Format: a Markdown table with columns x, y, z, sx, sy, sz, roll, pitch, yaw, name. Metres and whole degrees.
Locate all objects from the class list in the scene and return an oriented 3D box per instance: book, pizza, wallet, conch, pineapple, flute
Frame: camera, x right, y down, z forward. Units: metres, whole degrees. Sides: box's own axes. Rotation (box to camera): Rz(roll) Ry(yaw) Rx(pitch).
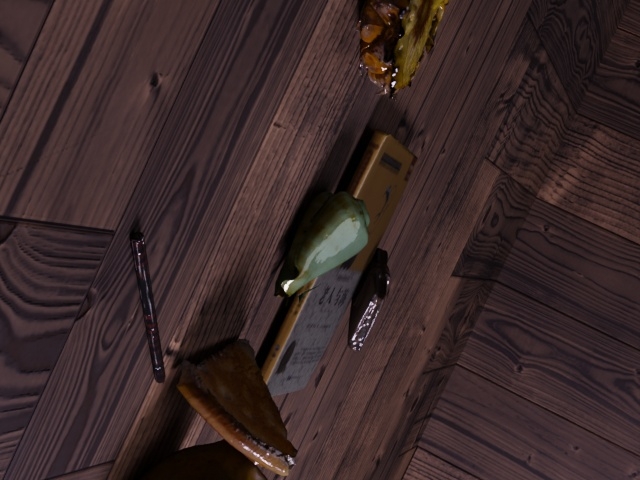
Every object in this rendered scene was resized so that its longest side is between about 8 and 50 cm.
| x | y | z | sx | sy | sz | roll | pitch | yaw | name |
| --- | --- | --- | --- | --- | --- | --- | --- | --- | --- |
| 0.023 | 0.039 | 1.782 | 0.389 | 0.032 | 0.269 | -64 | 167 | 3 | book |
| -0.098 | 0.174 | 1.478 | 0.052 | 0.185 | 0.195 | -38 | -159 | 16 | pizza |
| 0.070 | 0.084 | 1.928 | 0.153 | 0.038 | 0.118 | -78 | -169 | -64 | wallet |
| 0.000 | 0.000 | 1.575 | 0.170 | 0.079 | 0.106 | -49 | 145 | -26 | conch |
| 0.093 | -0.263 | 1.432 | 0.225 | 0.076 | 0.225 | -60 | 166 | -25 | pineapple |
| -0.163 | 0.071 | 1.238 | 0.014 | 0.014 | 0.270 | -55 | 162 | -30 | flute |

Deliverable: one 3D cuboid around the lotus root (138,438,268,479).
| x | y | z | sx | sy | sz | roll | pitch | yaw | name |
| --- | --- | --- | --- | --- | --- | --- | --- | --- | --- |
| -0.153 | 0.360 | 1.442 | 0.291 | 0.193 | 0.193 | -57 | 164 | -25 | lotus root |
